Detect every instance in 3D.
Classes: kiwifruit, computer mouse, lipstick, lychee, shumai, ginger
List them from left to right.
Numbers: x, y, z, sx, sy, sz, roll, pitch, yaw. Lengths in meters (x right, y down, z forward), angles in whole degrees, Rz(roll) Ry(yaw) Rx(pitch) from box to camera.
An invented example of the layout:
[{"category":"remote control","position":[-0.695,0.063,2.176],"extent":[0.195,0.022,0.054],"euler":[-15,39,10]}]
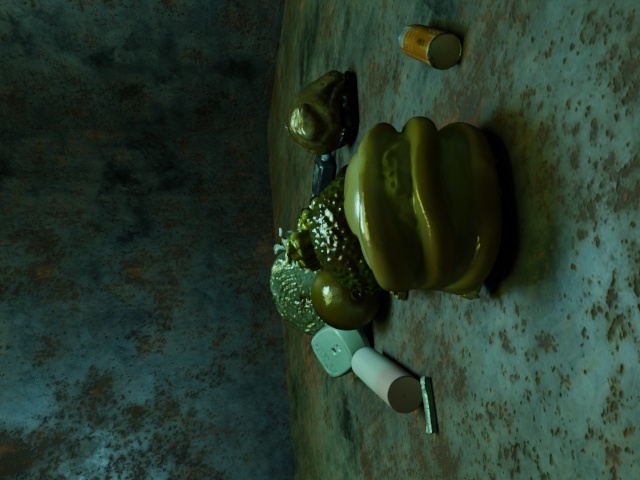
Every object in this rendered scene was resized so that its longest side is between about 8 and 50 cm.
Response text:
[{"category":"ginger","position":[-0.004,-0.406,2.026],"extent":[0.200,0.222,0.270],"euler":[125,141,-77]},{"category":"shumai","position":[-0.001,0.155,2.248],"extent":[0.263,0.303,0.310],"euler":[-39,-45,-59]},{"category":"computer mouse","position":[0.069,0.319,1.938],"extent":[0.160,0.097,0.288],"euler":[56,154,10]},{"category":"kiwifruit","position":[0.071,0.152,1.742],"extent":[0.234,0.195,0.196],"euler":[170,99,-76]},{"category":"lychee","position":[0.100,-0.021,1.400],"extent":[0.320,0.269,0.270],"euler":[-53,35,44]},{"category":"lipstick","position":[0.157,0.337,1.573],"extent":[0.327,0.087,0.087],"euler":[-170,79,-79]}]

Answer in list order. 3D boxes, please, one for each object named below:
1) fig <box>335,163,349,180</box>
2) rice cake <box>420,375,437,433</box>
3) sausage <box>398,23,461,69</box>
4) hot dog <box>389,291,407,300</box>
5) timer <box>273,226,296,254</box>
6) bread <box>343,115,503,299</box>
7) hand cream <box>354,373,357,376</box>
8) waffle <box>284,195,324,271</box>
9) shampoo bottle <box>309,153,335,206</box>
[{"category":"fig","position":[0.088,-0.170,1.857],"extent":[0.109,0.103,0.154],"euler":[-70,17,-8]},{"category":"rice cake","position":[0.232,0.352,1.366],"extent":[0.022,0.021,0.121],"euler":[135,135,-61]},{"category":"sausage","position":[0.211,-0.400,1.296],"extent":[0.234,0.071,0.071],"euler":[-115,27,-63]},{"category":"hot dog","position":[0.172,0.063,1.544],"extent":[0.078,0.061,0.169],"euler":[122,145,-69]},{"category":"timer","position":[0.000,0.000,1.888],"extent":[0.175,0.265,0.176],"euler":[180,90,-79]},{"category":"bread","position":[0.174,-0.070,1.060],"extent":[0.211,0.269,0.316],"euler":[136,140,-55]},{"category":"hand cream","position":[0.102,0.319,2.007],"extent":[0.052,0.038,0.217],"euler":[45,-146,-71]},{"category":"waffle","position":[0.045,-0.028,1.625],"extent":[0.058,0.300,0.282],"euler":[52,142,32]},{"category":"shampoo bottle","position":[0.011,-0.223,2.333],"extent":[0.098,0.071,0.310],"euler":[-102,17,-55]}]
